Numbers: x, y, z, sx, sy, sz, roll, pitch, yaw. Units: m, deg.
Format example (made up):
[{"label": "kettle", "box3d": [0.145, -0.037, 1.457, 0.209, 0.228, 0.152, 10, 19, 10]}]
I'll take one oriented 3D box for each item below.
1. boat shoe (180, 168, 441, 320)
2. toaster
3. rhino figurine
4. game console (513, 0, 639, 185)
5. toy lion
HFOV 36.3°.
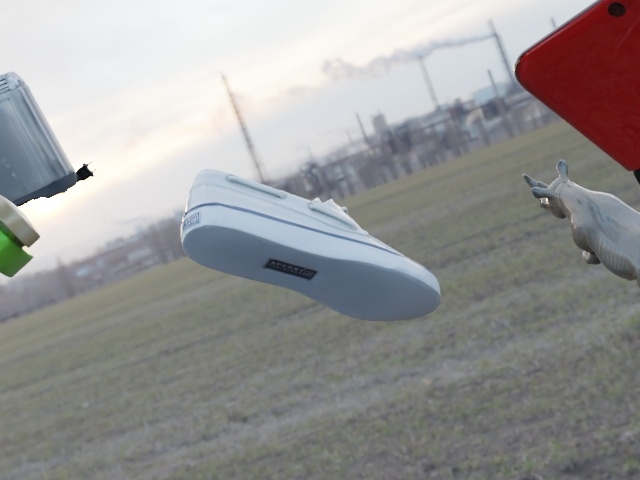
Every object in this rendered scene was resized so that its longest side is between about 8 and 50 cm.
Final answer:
[{"label": "boat shoe", "box3d": [0.000, 0.000, 0.886, 0.258, 0.084, 0.095, 22, -40, -26]}, {"label": "toaster", "box3d": [-0.380, -0.093, 1.096, 0.227, 0.146, 0.129, -28, 13, -20]}, {"label": "rhino figurine", "box3d": [0.317, -0.012, 1.083, 0.073, 0.243, 0.106, -45, -33, -3]}, {"label": "game console", "box3d": [0.171, -0.081, 0.369, 0.124, 0.085, 0.144, -32, 1, -39]}, {"label": "toy lion", "box3d": [-0.163, -0.023, 0.423, 0.034, 0.100, 0.096, -44, 1, -11]}]
